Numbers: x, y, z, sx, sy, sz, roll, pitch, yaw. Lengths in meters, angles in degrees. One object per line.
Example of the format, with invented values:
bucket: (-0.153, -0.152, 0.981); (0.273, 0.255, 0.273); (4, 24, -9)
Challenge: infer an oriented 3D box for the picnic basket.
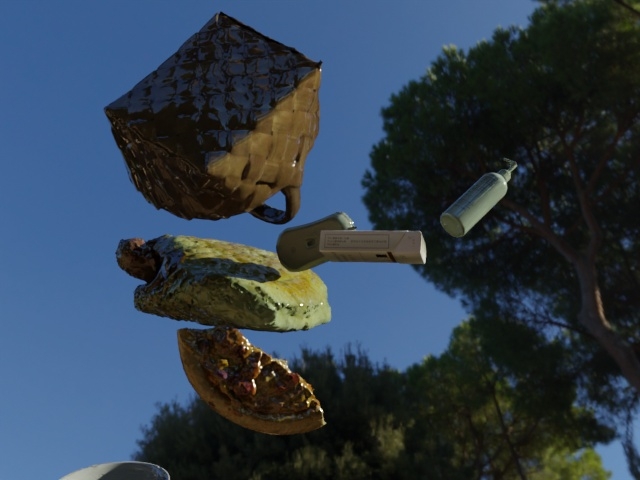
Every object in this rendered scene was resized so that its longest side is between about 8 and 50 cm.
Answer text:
picnic basket: (-0.149, -0.150, 1.091); (0.293, 0.337, 0.337); (32, -48, 21)

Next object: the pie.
pie: (-0.170, 0.103, 1.360); (0.395, 0.418, 0.181); (5, -83, -52)

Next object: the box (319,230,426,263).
box: (0.083, 0.010, 1.026); (0.154, 0.040, 0.084); (1, -16, 14)

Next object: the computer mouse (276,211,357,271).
computer mouse: (0.000, 0.000, 1.263); (0.181, 0.056, 0.089); (-21, -93, 29)

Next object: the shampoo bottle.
shampoo bottle: (0.298, -0.084, 1.203); (0.195, 0.056, 0.056); (-41, -50, -21)

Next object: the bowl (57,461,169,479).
bowl: (-0.333, 0.430, 1.057); (0.188, 0.189, 0.086); (-2, -86, 2)

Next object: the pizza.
pizza: (-0.101, 0.198, 0.937); (0.246, 0.127, 0.058); (44, -24, 0)
